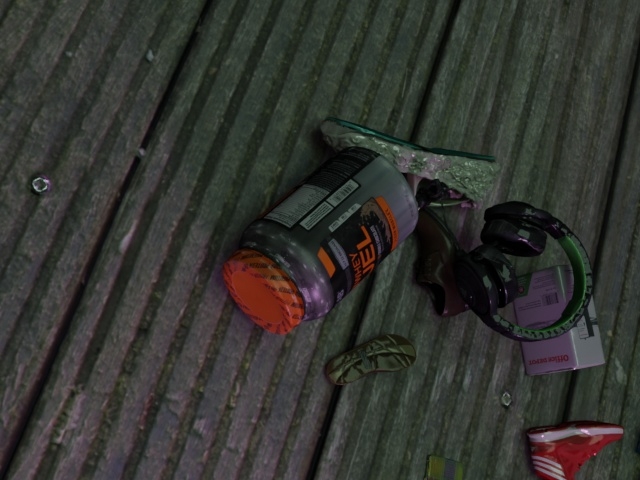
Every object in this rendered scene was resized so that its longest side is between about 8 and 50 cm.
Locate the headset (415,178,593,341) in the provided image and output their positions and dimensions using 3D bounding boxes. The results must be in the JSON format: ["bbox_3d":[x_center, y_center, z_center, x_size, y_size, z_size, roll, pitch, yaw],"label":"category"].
[{"bbox_3d":[0.344,0.021,1.727,0.394,0.185,0.243,35,75,-3],"label":"headset"}]

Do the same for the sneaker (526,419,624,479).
[{"bbox_3d":[0.523,0.440,1.885,0.221,0.087,0.128,-1,86,-16],"label":"sneaker"}]

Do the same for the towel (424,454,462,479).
[{"bbox_3d":[0.236,0.445,1.759,0.083,0.009,0.060,18,69,-24],"label":"towel"}]

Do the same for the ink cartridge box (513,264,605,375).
[{"bbox_3d":[0.482,0.163,1.881,0.086,0.153,0.208,-2,79,-30],"label":"ink cartridge box"}]

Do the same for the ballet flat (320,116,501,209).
[{"bbox_3d":[0.180,-0.137,1.814,0.408,0.147,0.147,10,73,-26],"label":"ballet flat"}]

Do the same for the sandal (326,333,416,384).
[{"bbox_3d":[0.091,0.224,1.720,0.180,0.049,0.072,-17,80,-16],"label":"sandal"}]

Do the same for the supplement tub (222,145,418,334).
[{"bbox_3d":[0.000,0.000,1.632,0.338,0.207,0.207,-42,98,-29],"label":"supplement tub"}]

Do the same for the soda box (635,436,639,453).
[{"bbox_3d":[0.799,0.473,2.001,0.210,0.067,0.071,29,65,-7],"label":"soda box"}]

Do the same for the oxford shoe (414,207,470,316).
[{"bbox_3d":[0.226,0.043,1.816,0.096,0.083,0.227,-19,86,-26],"label":"oxford shoe"}]
